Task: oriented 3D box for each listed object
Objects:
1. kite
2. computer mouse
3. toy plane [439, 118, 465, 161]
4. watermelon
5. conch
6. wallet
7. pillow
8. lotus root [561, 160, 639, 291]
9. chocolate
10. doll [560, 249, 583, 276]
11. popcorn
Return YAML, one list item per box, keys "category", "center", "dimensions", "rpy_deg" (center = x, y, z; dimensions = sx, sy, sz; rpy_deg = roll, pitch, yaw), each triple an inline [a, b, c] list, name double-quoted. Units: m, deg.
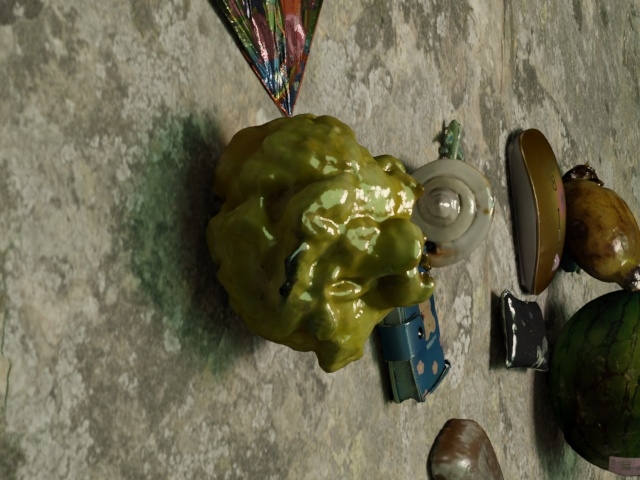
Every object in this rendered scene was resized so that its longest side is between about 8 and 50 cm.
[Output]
- category: "kite"
  center: [-0.045, -0.257, 1.412]
  dimensions: [0.321, 0.016, 0.234]
  rpy_deg: [-28, 112, -59]
- category: "computer mouse"
  center: [0.408, -0.053, 2.197]
  dimensions: [0.158, 0.072, 0.310]
  rpy_deg: [-26, 112, -58]
- category: "toy plane"
  center: [0.208, -0.152, 1.865]
  dimensions: [0.080, 0.033, 0.083]
  rpy_deg: [31, 55, -57]
- category: "watermelon"
  center: [0.605, 0.270, 2.275]
  dimensions: [0.363, 0.363, 0.363]
  rpy_deg: [7, 82, -62]
- category: "conch"
  center: [0.211, -0.043, 1.760]
  dimensions: [0.255, 0.127, 0.158]
  rpy_deg: [-8, 93, -65]
- category: "wallet"
  center: [0.128, 0.120, 1.668]
  dimensions: [0.141, 0.059, 0.202]
  rpy_deg: [-39, 123, -54]
- category: "pillow"
  center: [0.363, 0.167, 2.111]
  dimensions: [0.208, 0.055, 0.141]
  rpy_deg: [19, 65, -61]
- category: "lotus root"
  center: [0.540, -0.017, 2.311]
  dimensions: [0.169, 0.141, 0.314]
  rpy_deg: [20, 38, -38]
- category: "chocolate"
  center: [0.250, 0.404, 1.856]
  dimensions: [0.157, 0.080, 0.254]
  rpy_deg: [-44, 126, -54]
- category: "doll"
  center: [0.517, 0.038, 2.416]
  dimensions: [0.083, 0.050, 0.076]
  rpy_deg: [-6, 111, -63]
- category: "popcorn"
  center: [0.000, 0.000, 1.282]
  dimensions: [0.252, 0.215, 0.286]
  rpy_deg: [-25, 123, -19]
